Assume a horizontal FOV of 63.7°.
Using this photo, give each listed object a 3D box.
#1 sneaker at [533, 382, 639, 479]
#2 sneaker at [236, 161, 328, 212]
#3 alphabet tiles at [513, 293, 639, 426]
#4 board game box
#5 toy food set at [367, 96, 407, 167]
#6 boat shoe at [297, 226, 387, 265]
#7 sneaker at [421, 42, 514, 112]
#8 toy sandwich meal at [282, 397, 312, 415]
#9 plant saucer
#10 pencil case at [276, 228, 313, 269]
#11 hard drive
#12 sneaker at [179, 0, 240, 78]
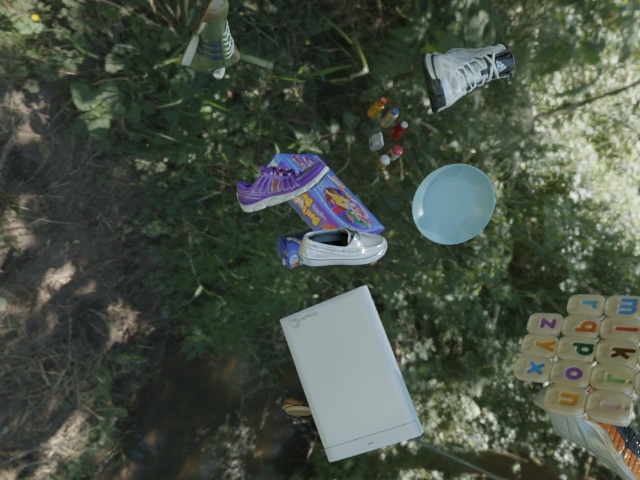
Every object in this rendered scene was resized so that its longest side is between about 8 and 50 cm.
[{"bbox_3d":[0.578,0.411,1.112,0.099,0.262,0.121,-26,164,-42],"label":"sneaker"},{"bbox_3d":[-0.069,-0.100,0.869,0.068,0.170,0.071,-57,127,-70],"label":"sneaker"},{"bbox_3d":[0.522,0.213,0.975,0.021,0.278,0.284,58,48,-29],"label":"alphabet tiles"},{"bbox_3d":[0.013,-0.124,1.596,0.078,0.347,0.233,-49,161,28],"label":"board game box"},{"bbox_3d":[0.241,-0.381,1.821,0.111,0.104,0.232,0,75,-19],"label":"toy food set"},{"bbox_3d":[0.068,0.008,1.324,0.258,0.095,0.084,-9,136,-29],"label":"boat shoe"},{"bbox_3d":[0.464,-0.537,1.599,0.447,0.258,0.169,-60,136,-56],"label":"sneaker"},{"bbox_3d":[-0.056,0.424,1.312,0.085,0.086,0.029,56,30,-53],"label":"toy sandwich meal"},{"bbox_3d":[0.305,-0.087,1.200,0.037,0.195,0.194,-99,-170,-69],"label":"plant saucer"},{"bbox_3d":[0.000,0.000,1.721,0.306,0.119,0.133,-17,147,-14],"label":"pencil case"},{"bbox_3d":[0.065,0.311,1.210,0.047,0.233,0.352,10,58,-68],"label":"hard drive"},{"bbox_3d":[-0.171,-0.338,0.871,0.086,0.192,0.064,23,68,-23],"label":"sneaker"}]
